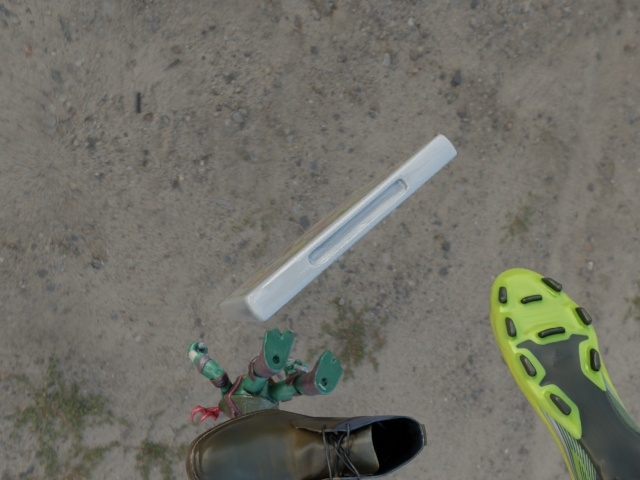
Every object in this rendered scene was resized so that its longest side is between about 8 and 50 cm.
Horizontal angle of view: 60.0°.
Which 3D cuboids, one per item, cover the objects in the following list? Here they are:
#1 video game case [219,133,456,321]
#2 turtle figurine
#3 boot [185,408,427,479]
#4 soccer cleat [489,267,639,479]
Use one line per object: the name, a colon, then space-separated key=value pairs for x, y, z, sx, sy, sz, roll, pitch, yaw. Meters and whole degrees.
video game case: x=0.000 y=0.000 z=0.517 sx=0.206 sy=0.227 sz=0.026 roll=-40 pitch=93 yaw=-16
turtle figurine: x=-0.086 y=0.192 z=0.755 sx=0.175 sy=0.234 sz=0.118 roll=14 pitch=60 yaw=-33
boot: x=-0.004 y=0.182 z=0.499 sx=0.219 sy=0.106 sz=0.082 roll=13 pitch=55 yaw=-42
soccer cleat: x=0.235 y=0.161 z=0.518 sx=0.093 sy=0.289 sz=0.121 roll=-19 pitch=150 yaw=-9
